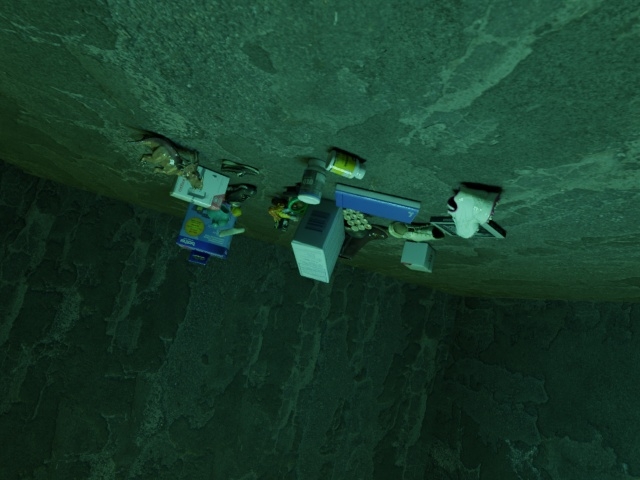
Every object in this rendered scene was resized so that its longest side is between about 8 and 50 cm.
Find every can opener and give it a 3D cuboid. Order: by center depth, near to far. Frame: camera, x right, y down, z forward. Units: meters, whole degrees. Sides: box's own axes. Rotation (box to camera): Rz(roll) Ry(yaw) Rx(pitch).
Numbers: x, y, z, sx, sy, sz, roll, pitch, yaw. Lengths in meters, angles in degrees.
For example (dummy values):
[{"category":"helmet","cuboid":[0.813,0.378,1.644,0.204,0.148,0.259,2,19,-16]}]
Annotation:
[{"category":"can opener","cuboid":[-0.094,-0.206,1.718,0.059,0.073,0.186,-25,-162,-31]}]

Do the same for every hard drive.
[{"category":"hard drive","cuboid":[0.218,-0.143,1.611,0.318,0.040,0.210,14,170,6]}]

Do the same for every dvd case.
[{"category":"dvd case","cuboid":[0.584,-0.053,1.616,0.179,0.030,0.238,24,166,-41]}]

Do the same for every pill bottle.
[{"category":"pill bottle","cuboid":[0.078,-0.229,1.248,0.116,0.065,0.065,17,170,-17]},{"category":"pill bottle","cuboid":[-0.024,-0.198,1.363,0.078,0.137,0.078,13,170,2]}]

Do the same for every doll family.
[{"category":"doll family","cuboid":[-0.153,-0.142,1.931,0.163,0.119,0.262,18,168,-33]}]

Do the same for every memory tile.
[{"category":"memory tile","cuboid":[0.159,-0.097,1.851,0.113,0.012,0.148,-4,138,42]}]

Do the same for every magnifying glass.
[{"category":"magnifying glass","cuboid":[-0.081,-0.134,1.850,0.092,0.026,0.231,-27,150,5]}]

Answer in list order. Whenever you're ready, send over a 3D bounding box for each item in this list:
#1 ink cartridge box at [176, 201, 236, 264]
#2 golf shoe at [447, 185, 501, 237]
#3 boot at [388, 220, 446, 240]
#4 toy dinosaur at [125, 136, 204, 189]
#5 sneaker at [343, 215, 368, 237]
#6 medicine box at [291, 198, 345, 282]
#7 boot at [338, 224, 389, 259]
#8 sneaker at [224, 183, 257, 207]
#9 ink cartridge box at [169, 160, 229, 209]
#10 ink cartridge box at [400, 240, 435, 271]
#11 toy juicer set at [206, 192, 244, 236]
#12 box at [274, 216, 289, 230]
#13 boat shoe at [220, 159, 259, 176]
[{"category":"ink cartridge box","cuboid":[-0.622,-0.063,2.265,0.269,0.396,0.151,15,170,-3]},{"category":"golf shoe","cuboid":[0.478,-0.098,1.334,0.140,0.115,0.306,24,166,10]},{"category":"boot","cuboid":[0.422,-0.043,1.776,0.213,0.077,0.165,14,173,-29]},{"category":"toy dinosaur","cuboid":[-0.580,-0.324,1.562,0.200,0.127,0.295,-1,151,34]},{"category":"sneaker","cuboid":[0.090,-0.087,2.005,0.286,0.109,0.130,2,158,24]},{"category":"medicine box","cuboid":[0.000,0.000,1.846,0.149,0.264,0.289,14,148,15]},{"category":"boot","cuboid":[0.201,0.017,2.032,0.248,0.207,0.090,11,150,33]},{"category":"sneaker","cuboid":[-0.386,-0.208,1.948,0.234,0.106,0.078,5,167,45]},{"category":"ink cartridge box","cuboid":[-0.539,-0.243,1.814,0.217,0.159,0.092,19,171,-27]},{"category":"ink cartridge box","cuboid":[0.535,0.089,2.208,0.128,0.128,0.176,8,168,31]},{"category":"toy juicer set","cuboid":[-0.480,-0.127,2.026,0.089,0.329,0.209,-34,153,24]},{"category":"box","cuboid":[-0.225,-0.103,2.377,0.062,0.084,0.052,7,168,37]},{"category":"boat shoe","cuboid":[-0.323,-0.277,1.624,0.152,0.049,0.056,15,170,-3]}]
